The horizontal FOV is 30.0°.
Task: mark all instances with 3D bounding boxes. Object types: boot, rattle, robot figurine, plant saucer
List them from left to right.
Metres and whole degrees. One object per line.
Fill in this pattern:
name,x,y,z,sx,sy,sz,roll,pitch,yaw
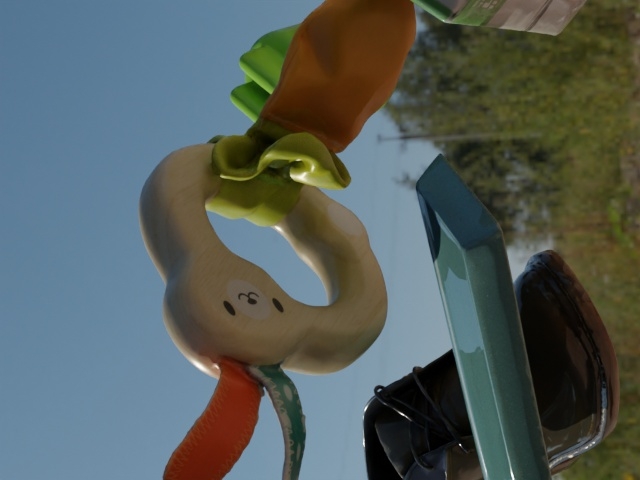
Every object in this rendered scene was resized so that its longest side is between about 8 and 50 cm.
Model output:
rattle,0.000,0.000,0.488,0.130,0.143,0.199,50,-157,-18
robot figurine,0.001,-0.102,0.731,0.115,0.067,0.101,-22,-39,-43
boot,0.077,0.087,0.587,0.219,0.106,0.082,84,160,-59
plant saucer,0.073,0.059,0.504,0.067,0.018,0.192,-119,12,-57

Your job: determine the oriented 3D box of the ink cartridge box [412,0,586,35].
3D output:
ink cartridge box,0.055,-0.176,0.563,0.092,0.160,0.219,-57,-15,19
